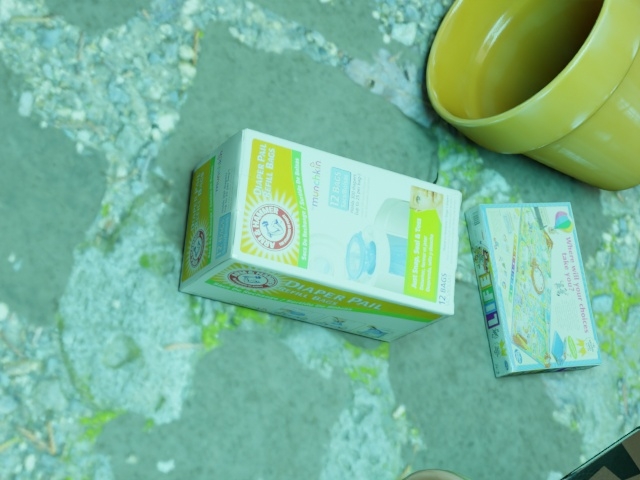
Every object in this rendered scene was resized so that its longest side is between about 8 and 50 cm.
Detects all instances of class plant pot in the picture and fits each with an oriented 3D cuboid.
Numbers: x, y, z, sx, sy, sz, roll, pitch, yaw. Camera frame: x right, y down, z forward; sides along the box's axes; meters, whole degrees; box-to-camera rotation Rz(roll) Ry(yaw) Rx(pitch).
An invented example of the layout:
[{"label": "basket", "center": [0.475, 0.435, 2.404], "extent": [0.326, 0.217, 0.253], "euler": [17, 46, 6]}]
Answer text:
[{"label": "plant pot", "center": [0.232, -0.143, 1.377], "extent": [0.188, 0.205, 0.205], "euler": [35, 59, -33]}]

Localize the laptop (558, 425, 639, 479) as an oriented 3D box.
[{"label": "laptop", "center": [0.184, 0.303, 1.176], "extent": [0.136, 0.264, 0.234], "euler": [-32, 91, -48]}]

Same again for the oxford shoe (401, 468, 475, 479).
[{"label": "oxford shoe", "center": [0.208, 0.331, 1.262], "extent": [0.397, 0.140, 0.146], "euler": [47, 22, 0]}]

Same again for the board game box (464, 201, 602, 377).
[{"label": "board game box", "center": [0.192, 0.043, 1.381], "extent": [0.103, 0.026, 0.154], "euler": [-1, 75, -29]}]

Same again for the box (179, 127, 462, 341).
[{"label": "box", "center": [0.000, 0.000, 1.243], "extent": [0.203, 0.103, 0.114], "euler": [16, 67, -24]}]
